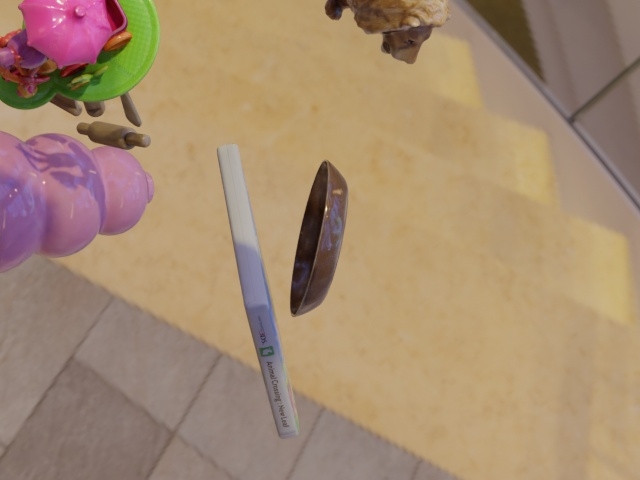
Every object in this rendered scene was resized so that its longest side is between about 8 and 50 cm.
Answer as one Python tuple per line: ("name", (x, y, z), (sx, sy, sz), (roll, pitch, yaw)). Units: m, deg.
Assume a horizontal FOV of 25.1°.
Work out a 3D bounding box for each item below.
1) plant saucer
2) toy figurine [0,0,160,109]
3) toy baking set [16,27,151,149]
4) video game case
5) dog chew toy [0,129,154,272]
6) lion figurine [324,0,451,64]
("plant saucer", (0.000, 0.000, 1.502), (0.029, 0.168, 0.168), (12, 51, -9))
("toy figurine", (-0.237, -0.179, 1.263), (0.130, 0.173, 0.159), (62, 5, -1))
("toy baking set", (-0.302, -0.185, 1.832), (0.030, 0.256, 0.197), (-53, 132, -18))
("video game case", (-0.058, 0.047, 1.354), (0.023, 0.193, 0.212), (-12, 46, -1))
("dog chew toy", (-0.395, -0.063, 2.026), (0.331, 0.206, 0.207), (-7, 64, -27))
("lion figurine", (0.141, -0.392, 2.001), (0.392, 0.240, 0.142), (-49, 126, -36))
